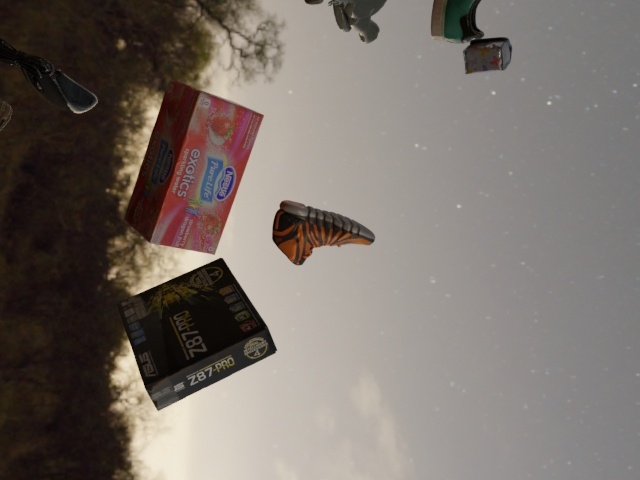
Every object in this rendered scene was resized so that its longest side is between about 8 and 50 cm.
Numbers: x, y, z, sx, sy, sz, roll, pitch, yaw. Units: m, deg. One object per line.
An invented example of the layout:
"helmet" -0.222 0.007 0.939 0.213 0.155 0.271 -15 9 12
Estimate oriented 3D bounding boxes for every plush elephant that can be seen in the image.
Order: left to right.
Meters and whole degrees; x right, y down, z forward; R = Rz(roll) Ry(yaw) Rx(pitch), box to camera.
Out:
"plush elephant" 0.091 -0.797 2.142 0.272 0.330 0.255 -45 -118 37

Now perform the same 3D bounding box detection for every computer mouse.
"computer mouse" -0.621 -0.354 1.599 0.072 0.189 0.272 -64 159 -4

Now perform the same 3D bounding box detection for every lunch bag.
"lunch bag" 0.289 -0.322 1.210 0.083 0.071 0.053 -46 131 -53

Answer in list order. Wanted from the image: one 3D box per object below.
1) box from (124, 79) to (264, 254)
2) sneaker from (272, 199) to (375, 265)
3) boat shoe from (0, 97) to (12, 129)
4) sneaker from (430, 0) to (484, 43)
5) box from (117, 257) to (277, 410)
"box" -0.249 -0.140 1.374 0.142 0.154 0.299 31 -77 49
"sneaker" 0.000 0.000 2.190 0.124 0.321 0.180 -105 -147 -76
"boat shoe" -0.880 -0.227 1.743 0.307 0.104 0.111 -50 -120 6
"sneaker" 0.313 -0.568 1.472 0.108 0.121 0.302 -41 140 -55
"box" -0.327 0.221 1.802 0.395 0.318 0.097 48 -20 55
